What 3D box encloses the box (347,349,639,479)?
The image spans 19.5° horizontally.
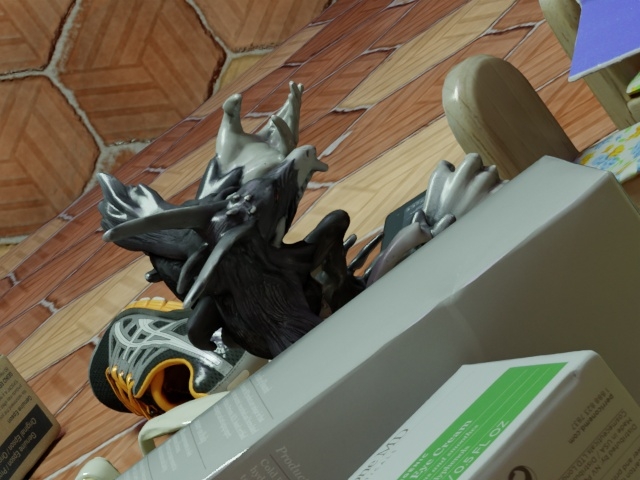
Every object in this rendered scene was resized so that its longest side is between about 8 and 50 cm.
[{"bbox_3d":[0.068,0.106,0.626,0.101,0.102,0.087,-43,11,-24],"label":"box"}]

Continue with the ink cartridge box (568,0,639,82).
[{"bbox_3d":[0.193,-0.188,0.812,0.206,0.045,0.208,-22,40,43],"label":"ink cartridge box"}]

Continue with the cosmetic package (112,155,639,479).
[{"bbox_3d":[0.044,0.084,0.731,0.238,0.127,0.107,-36,11,-6],"label":"cosmetic package"}]

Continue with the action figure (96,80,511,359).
[{"bbox_3d":[0.000,0.000,0.883,0.141,0.164,0.276,-60,-23,-1],"label":"action figure"}]

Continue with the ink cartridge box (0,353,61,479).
[{"bbox_3d":[-0.344,0.210,1.468,0.235,0.088,0.193,-29,15,30],"label":"ink cartridge box"}]

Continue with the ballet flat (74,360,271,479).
[{"bbox_3d":[-0.087,0.139,1.021,0.241,0.077,0.091,-33,13,17],"label":"ballet flat"}]

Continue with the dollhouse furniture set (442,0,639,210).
[{"bbox_3d":[0.265,-0.213,0.939,0.362,0.256,0.394,-27,14,39],"label":"dollhouse furniture set"}]

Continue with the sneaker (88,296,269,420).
[{"bbox_3d":[-0.104,0.090,1.265,0.215,0.084,0.083,-20,25,52],"label":"sneaker"}]

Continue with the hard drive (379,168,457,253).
[{"bbox_3d":[0.083,-0.014,1.269,0.094,0.022,0.135,-33,11,13],"label":"hard drive"}]
